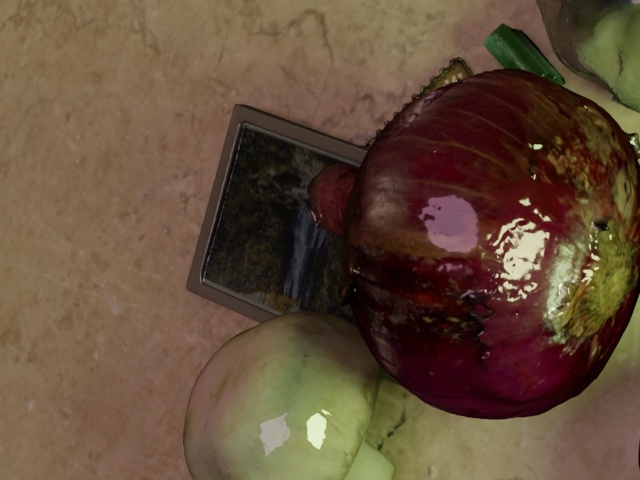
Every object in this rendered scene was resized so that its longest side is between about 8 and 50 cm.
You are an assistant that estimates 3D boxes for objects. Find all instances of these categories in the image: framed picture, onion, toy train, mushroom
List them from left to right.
[{"bbox_3d":[-0.016,0.205,1.596,0.254,0.234,0.260,-49,21,20],"label":"mushroom"},{"bbox_3d":[0.000,0.000,1.684,0.324,0.020,0.240,23,103,29],"label":"framed picture"},{"bbox_3d":[0.134,-0.007,1.460,0.385,0.347,0.348,19,96,41],"label":"onion"},{"bbox_3d":[0.216,-0.190,1.572,0.038,0.056,0.093,-44,68,17],"label":"toy train"}]

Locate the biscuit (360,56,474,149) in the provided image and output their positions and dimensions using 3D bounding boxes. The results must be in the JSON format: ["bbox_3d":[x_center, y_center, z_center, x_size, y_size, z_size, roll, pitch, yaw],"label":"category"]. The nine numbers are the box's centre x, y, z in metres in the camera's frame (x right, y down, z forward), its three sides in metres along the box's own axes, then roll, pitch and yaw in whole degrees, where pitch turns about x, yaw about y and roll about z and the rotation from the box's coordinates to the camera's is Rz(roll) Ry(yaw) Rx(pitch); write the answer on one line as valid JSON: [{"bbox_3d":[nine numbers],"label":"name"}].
[{"bbox_3d":[0.122,-0.090,1.638,0.203,0.016,0.144,-45,68,19],"label":"biscuit"}]

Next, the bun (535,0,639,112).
[{"bbox_3d":[0.335,-0.261,1.453,0.273,0.168,0.273,-7,75,28],"label":"bun"}]

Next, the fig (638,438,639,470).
[{"bbox_3d":[0.402,0.219,1.356,0.224,0.224,0.263,-53,43,15],"label":"fig"}]
